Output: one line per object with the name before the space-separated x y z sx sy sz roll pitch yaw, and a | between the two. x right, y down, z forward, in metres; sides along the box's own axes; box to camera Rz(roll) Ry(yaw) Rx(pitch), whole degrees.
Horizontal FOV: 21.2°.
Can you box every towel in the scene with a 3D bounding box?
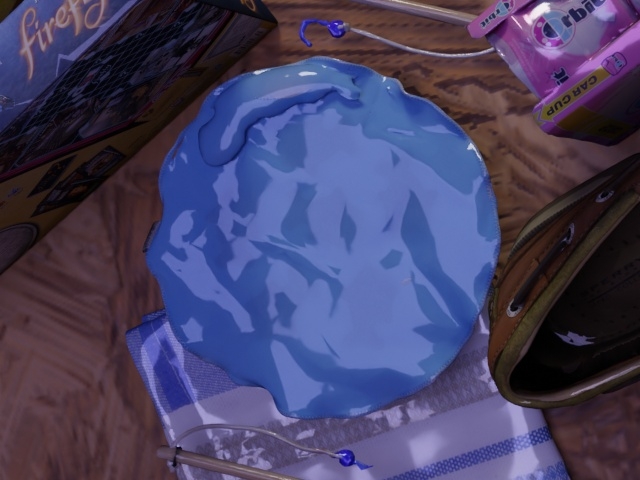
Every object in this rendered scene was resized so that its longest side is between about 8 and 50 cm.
towel | 0.028 0.142 0.901 0.209 0.034 0.285 -21 84 17

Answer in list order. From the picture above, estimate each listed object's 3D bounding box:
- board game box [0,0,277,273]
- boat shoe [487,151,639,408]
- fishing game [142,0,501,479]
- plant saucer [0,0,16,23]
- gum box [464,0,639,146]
board game box | -0.149 -0.056 0.886 0.243 0.165 0.042 -40 79 15
boat shoe | 0.195 -0.017 0.751 0.111 0.104 0.307 41 126 -6
fishing game | 0.000 0.000 0.873 0.189 0.041 0.264 10 92 17
plant saucer | -0.230 -0.130 0.944 0.188 0.045 0.188 42 105 43
gum box | 0.142 -0.100 0.772 0.107 0.188 0.062 -38 80 15
